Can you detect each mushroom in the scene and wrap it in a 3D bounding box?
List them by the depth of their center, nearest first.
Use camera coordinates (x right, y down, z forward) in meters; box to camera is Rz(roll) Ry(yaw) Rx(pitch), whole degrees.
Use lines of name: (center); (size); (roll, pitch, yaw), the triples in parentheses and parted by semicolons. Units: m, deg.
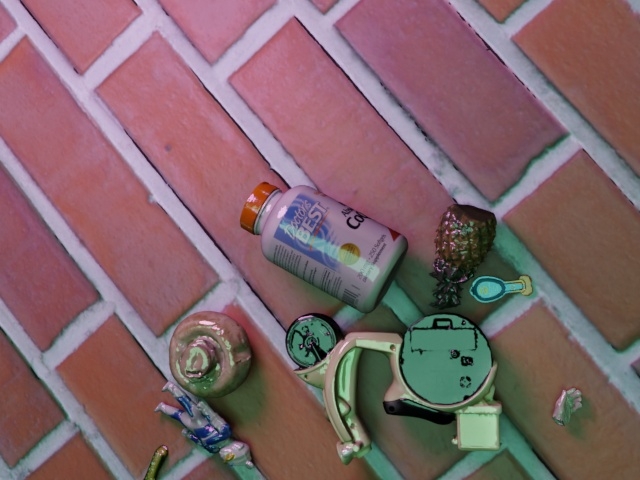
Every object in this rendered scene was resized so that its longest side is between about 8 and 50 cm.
mushroom: (-0.209, 0.216, 1.462); (0.166, 0.127, 0.166); (1, 94, 9)

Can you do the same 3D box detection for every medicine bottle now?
medicine bottle: (0.000, 0.000, 1.392); (0.288, 0.157, 0.157); (28, 97, 11)

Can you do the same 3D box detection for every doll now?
doll: (-0.218, 0.366, 1.493); (0.227, 0.057, 0.114); (33, 127, 6)

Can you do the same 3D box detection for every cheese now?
cheese: (0.323, 0.085, 1.388); (0.111, 0.017, 0.047); (-6, 92, 13)

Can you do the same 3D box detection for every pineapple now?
pineapple: (0.245, 0.035, 1.373); (0.108, 0.108, 0.198); (17, 107, 13)

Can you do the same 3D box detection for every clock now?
clock: (0.129, 0.260, 1.389); (0.378, 0.120, 0.277); (-5, 84, 13)

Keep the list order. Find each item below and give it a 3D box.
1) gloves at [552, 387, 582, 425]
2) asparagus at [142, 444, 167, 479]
gloves: (0.427, 0.293, 1.353); (0.081, 0.037, 0.044); (-47, 117, -5)
asparagus: (-0.334, 0.462, 1.548); (0.025, 0.021, 0.108); (25, 96, 11)
